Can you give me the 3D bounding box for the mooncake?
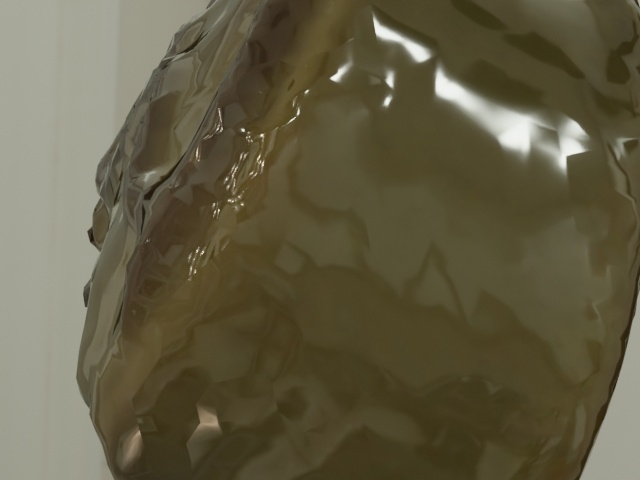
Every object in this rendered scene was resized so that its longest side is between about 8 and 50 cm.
[{"bbox_3d":[0.000,0.000,0.937,0.246,0.393,0.394,23,-28,-12],"label":"mooncake"}]
